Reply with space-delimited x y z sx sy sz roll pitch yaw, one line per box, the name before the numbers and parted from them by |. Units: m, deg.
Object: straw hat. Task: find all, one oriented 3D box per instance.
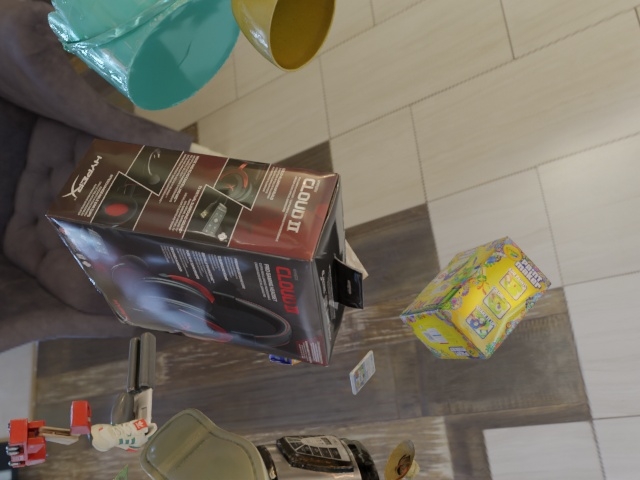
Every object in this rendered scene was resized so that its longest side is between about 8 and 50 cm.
straw hat | 0.250 0.653 1.731 0.061 0.144 0.144 35 109 -10

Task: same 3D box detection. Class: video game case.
video game case | 0.135 0.421 1.920 0.011 0.122 0.087 13 126 35

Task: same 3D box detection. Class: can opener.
can opener | -0.457 0.352 1.502 0.074 0.093 0.280 -22 45 14

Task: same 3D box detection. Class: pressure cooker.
pressure cooker | -0.003 0.762 1.740 0.375 0.420 0.370 116 149 -49

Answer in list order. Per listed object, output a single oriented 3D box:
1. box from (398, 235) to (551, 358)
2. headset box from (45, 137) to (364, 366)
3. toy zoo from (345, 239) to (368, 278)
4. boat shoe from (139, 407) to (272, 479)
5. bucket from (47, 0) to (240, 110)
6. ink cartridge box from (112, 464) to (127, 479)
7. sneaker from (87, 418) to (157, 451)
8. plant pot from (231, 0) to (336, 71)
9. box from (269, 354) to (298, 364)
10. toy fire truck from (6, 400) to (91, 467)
box | 0.409 0.163 1.637 0.279 0.290 0.177 -44 92 -16
headset box | -0.096 0.021 0.640 0.293 0.218 0.110 10 56 11
toy zoo | 0.000 0.000 1.501 0.030 0.192 0.293 -37 16 -14
boat shoe | -0.102 0.279 0.622 0.127 0.113 0.340 -43 17 -22
bucket | -0.278 -0.366 0.995 0.183 0.281 0.281 45 111 9
ink cartridge box | -0.536 0.694 1.541 0.062 0.209 0.109 16 118 15
sneaker | -0.391 0.379 1.200 0.075 0.161 0.057 -38 60 4
plant pot | -0.057 -0.298 0.771 0.095 0.134 0.134 31 102 24
box | -0.065 0.281 1.522 0.081 0.136 0.028 6 98 41
toy fire truck | -0.486 0.350 1.079 0.192 0.135 0.047 119 144 -48
